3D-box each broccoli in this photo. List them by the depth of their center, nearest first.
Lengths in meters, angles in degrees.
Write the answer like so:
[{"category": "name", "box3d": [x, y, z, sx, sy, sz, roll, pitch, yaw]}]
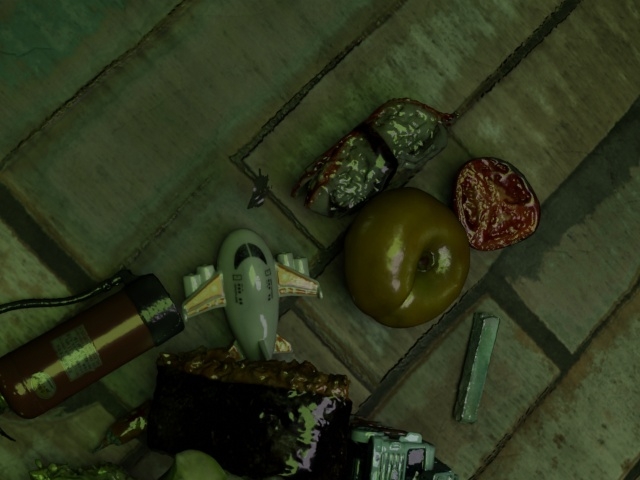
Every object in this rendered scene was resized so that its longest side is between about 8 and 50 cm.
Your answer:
[{"category": "broccoli", "box3d": [-0.310, 0.425, 1.495, 0.353, 0.397, 0.275, -20, 70, -12]}]

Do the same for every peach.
[{"category": "peach", "box3d": [0.150, 0.034, 1.734, 0.251, 0.153, 0.251, -6, 101, -31]}]

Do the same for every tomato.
[{"category": "tomato", "box3d": [0.311, -0.073, 1.837, 0.166, 0.082, 0.174, -19, 99, -14]}]

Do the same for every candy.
[{"category": "candy", "box3d": [-0.303, 0.301, 1.662, 0.182, 0.053, 0.046, -28, 90, -17]}]

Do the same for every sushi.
[{"category": "sushi", "box3d": [-0.105, 0.280, 1.573, 0.348, 0.234, 0.208, 8, 83, 26]}, {"category": "sushi", "box3d": [0.097, -0.145, 1.752, 0.332, 0.124, 0.130, -40, 90, -13]}]

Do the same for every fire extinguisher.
[{"category": "fire extinguisher", "box3d": [-0.423, 0.170, 1.613, 0.376, 0.113, 0.200, -32, 56, -16]}]

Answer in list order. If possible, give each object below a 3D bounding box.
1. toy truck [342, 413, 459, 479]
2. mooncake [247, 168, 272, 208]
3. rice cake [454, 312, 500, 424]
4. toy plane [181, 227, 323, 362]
[{"category": "toy truck", "box3d": [0.103, 0.363, 1.634, 0.184, 0.338, 0.133, 7, 87, -17]}, {"category": "mooncake", "box3d": [-0.009, 0.000, 1.718, 0.346, 0.057, 0.150, 23, 74, -38]}, {"category": "rice cake", "box3d": [0.289, 0.238, 1.852, 0.043, 0.034, 0.211, 17, 84, -25]}, {"category": "toy plane", "box3d": [-0.116, 0.100, 1.687, 0.244, 0.117, 0.245, 0, 90, -16]}]
